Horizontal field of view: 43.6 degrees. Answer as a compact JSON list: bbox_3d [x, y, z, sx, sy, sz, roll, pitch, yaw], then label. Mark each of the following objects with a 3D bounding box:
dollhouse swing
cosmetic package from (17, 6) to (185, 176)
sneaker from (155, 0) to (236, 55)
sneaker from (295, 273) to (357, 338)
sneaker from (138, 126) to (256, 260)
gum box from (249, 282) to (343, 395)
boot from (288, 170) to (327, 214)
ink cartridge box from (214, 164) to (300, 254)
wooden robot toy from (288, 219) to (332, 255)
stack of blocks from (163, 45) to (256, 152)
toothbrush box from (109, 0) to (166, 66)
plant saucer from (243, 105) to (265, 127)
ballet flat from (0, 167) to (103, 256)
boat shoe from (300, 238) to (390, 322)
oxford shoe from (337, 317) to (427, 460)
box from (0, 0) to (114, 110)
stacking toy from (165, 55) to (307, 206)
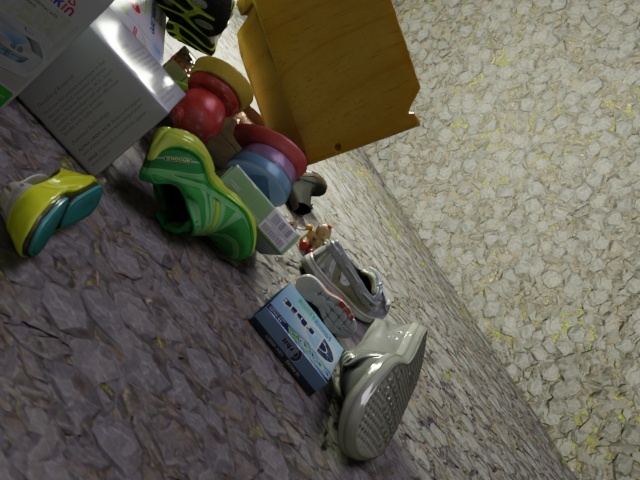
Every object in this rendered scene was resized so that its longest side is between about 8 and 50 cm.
[{"bbox_3d":[0.004,-0.346,1.622,0.305,0.315,0.346,-85,156,-84],"label":"dollhouse swing"},{"bbox_3d":[-0.320,-0.222,1.159,0.183,0.151,0.151,49,13,-14],"label":"cosmetic package"},{"bbox_3d":[-0.230,-0.479,1.551,0.145,0.147,0.385,25,-4,-13],"label":"sneaker"},{"bbox_3d":[0.016,0.123,1.582,0.158,0.061,0.065,51,7,-7],"label":"sneaker"},{"bbox_3d":[-0.200,-0.052,1.259,0.109,0.123,0.295,16,-26,34],"label":"sneaker"},{"bbox_3d":[-0.035,0.160,1.345,0.157,0.041,0.184,52,14,0],"label":"gum box"},{"bbox_3d":[-0.036,-0.108,2.013,0.198,0.077,0.137,13,44,-49],"label":"boot"},{"bbox_3d":[-0.146,-0.052,1.448,0.171,0.056,0.235,48,-18,-16],"label":"ink cartridge box"},{"bbox_3d":[0.000,0.000,1.802,0.173,0.079,0.076,48,14,-14],"label":"wooden robot toy"},{"bbox_3d":[-0.230,-0.261,1.704,0.297,0.087,0.171,47,14,-19],"label":"stack of blocks"},{"bbox_3d":[-0.391,-0.408,1.338,0.283,0.122,0.206,53,19,-40],"label":"toothbrush box"},{"bbox_3d":[-0.172,-0.263,1.881,0.198,0.036,0.198,39,-15,13],"label":"plant saucer"},{"bbox_3d":[-0.316,-0.040,0.901,0.077,0.077,0.231,28,14,-6],"label":"ballet flat"},{"bbox_3d":[0.079,0.091,1.773,0.320,0.103,0.118,37,20,-47],"label":"boat shoe"},{"bbox_3d":[0.086,0.243,1.379,0.130,0.169,0.449,12,15,14],"label":"oxford shoe"},{"bbox_3d":[-0.393,-0.328,1.028,0.127,0.231,0.262,41,16,-39],"label":"box"},{"bbox_3d":[-0.199,-0.174,1.489,0.279,0.130,0.309,1,-38,47],"label":"stacking toy"}]
